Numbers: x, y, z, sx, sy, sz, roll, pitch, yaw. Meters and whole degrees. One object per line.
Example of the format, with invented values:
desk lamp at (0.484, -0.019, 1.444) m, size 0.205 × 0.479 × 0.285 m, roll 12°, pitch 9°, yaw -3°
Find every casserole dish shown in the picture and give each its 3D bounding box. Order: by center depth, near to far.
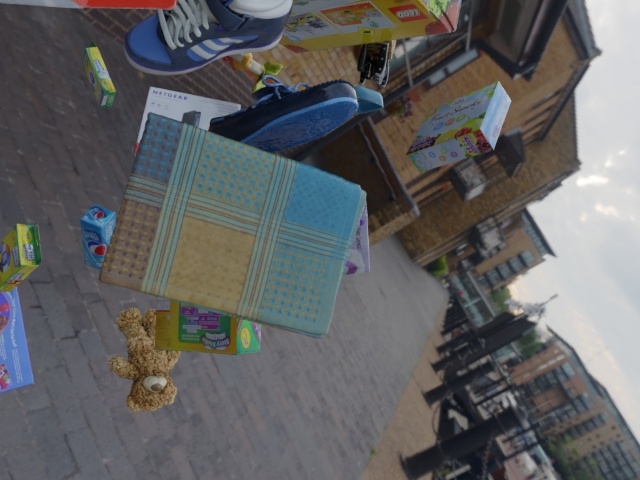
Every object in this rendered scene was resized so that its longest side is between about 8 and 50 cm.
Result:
casserole dish at (0.096, -0.379, 1.386) m, size 0.114 × 0.037 × 0.188 m, roll 11°, pitch 3°, yaw -22°

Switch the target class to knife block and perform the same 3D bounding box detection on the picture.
knife block at (0.160, -0.569, 1.403) m, size 0.242 × 0.088 × 0.276 m, roll -70°, pitch 167°, yaw -55°

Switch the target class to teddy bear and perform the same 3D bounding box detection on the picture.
teddy bear at (-0.553, 0.369, 1.659) m, size 0.245 × 0.113 × 0.338 m, roll 35°, pitch 38°, yaw -40°

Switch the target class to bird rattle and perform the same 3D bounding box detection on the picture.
bird rattle at (-0.263, -0.637, 1.804) m, size 0.253 × 0.143 × 0.207 m, roll 47°, pitch 12°, yaw 16°

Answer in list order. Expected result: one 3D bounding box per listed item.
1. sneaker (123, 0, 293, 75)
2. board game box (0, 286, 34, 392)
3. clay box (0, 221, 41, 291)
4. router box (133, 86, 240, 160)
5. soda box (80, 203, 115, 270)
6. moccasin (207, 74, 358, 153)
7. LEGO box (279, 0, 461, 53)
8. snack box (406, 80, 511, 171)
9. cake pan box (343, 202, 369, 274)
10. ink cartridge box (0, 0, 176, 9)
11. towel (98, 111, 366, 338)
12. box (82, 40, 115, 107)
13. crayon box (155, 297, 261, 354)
sneaker at (-0.205, -0.415, 0.916) m, size 0.236 × 0.322 × 0.130 m, roll 138°, pitch -62°, yaw -78°
board game box at (-1.007, 0.285, 1.518) m, size 0.233 × 0.078 × 0.348 m, roll -11°, pitch 94°, yaw -40°
clay box at (-0.865, 0.046, 1.465) m, size 0.053 × 0.222 × 0.128 m, roll 7°, pitch 58°, yaw -50°
router box at (-0.473, -0.384, 1.863) m, size 0.082 × 0.335 × 0.301 m, roll 121°, pitch -26°, yaw -60°
soda box at (-0.646, -0.004, 1.507) m, size 0.067 × 0.210 × 0.071 m, roll 22°, pitch 47°, yaw 0°
moccasin at (-0.096, -0.236, 0.952) m, size 0.137 × 0.341 × 0.117 m, roll 14°, pitch 65°, yaw -60°
LEGO box at (0.023, -0.619, 1.191) m, size 0.372 × 0.499 × 0.193 m, roll 13°, pitch 88°, yaw -51°
snack box at (0.325, -0.265, 1.221) m, size 0.070 × 0.207 × 0.175 m, roll 46°, pitch 56°, yaw -26°
cake pan box at (0.000, 0.000, 1.301) m, size 0.267 × 0.245 × 0.070 m, roll 82°, pitch 0°, yaw -54°
ink cartridge box at (-0.381, -0.485, 0.759) m, size 0.091 × 0.384 × 0.308 m, roll 88°, pitch 7°, yaw -64°
towel at (-0.124, -0.013, 0.820) m, size 0.369 × 0.272 × 0.040 m, roll 17°, pitch 0°, yaw -19°
box at (-0.709, -0.527, 1.638) m, size 0.105 × 0.043 × 0.179 m, roll -28°, pitch -97°, yaw 57°
crayon box at (-0.268, 0.178, 1.214) m, size 0.081 × 0.278 × 0.166 m, roll 11°, pitch 77°, yaw -55°
